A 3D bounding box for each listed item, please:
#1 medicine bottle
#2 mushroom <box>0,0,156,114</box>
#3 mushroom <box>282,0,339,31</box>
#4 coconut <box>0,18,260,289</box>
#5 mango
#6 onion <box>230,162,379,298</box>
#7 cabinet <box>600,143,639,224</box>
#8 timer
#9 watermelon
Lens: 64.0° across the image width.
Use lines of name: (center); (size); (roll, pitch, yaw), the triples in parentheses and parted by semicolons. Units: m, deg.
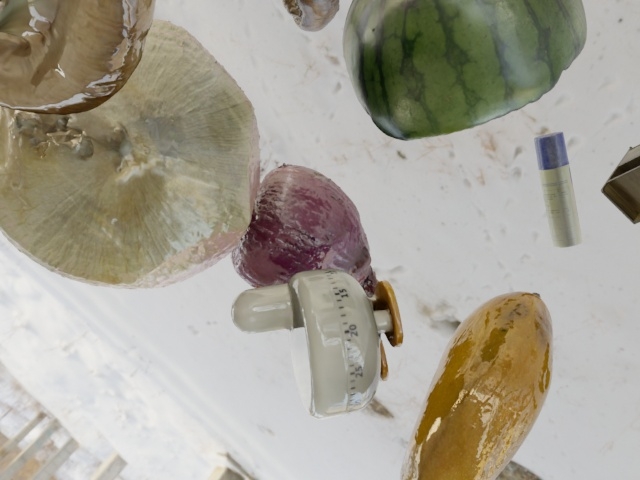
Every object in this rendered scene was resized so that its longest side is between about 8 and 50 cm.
medicine bottle: (0.486, -0.102, 1.049); (0.059, 0.059, 0.231); (-3, 105, 46)
mushroom: (-0.253, -0.215, 0.374); (0.278, 0.146, 0.278); (9, 141, 7)
mushroom: (-0.037, -0.673, 1.328); (0.253, 0.153, 0.253); (-18, -90, -90)
coconut: (-0.271, -0.117, 0.726); (0.404, 0.405, 0.405); (26, 143, 21)
mango: (0.227, 0.216, 0.718); (0.144, 0.359, 0.187); (31, 150, 13)
onion: (0.000, 0.000, 0.993); (0.348, 0.267, 0.159); (28, 159, -5)
cabinet: (0.930, -0.190, 1.419); (0.148, 0.215, 0.175); (45, 157, -1)
timer: (-0.012, 0.159, 0.802); (0.233, 0.239, 0.234); (174, 90, -78)
watermelon: (0.171, -0.304, 0.668); (0.330, 0.331, 0.189); (12, 156, 36)
